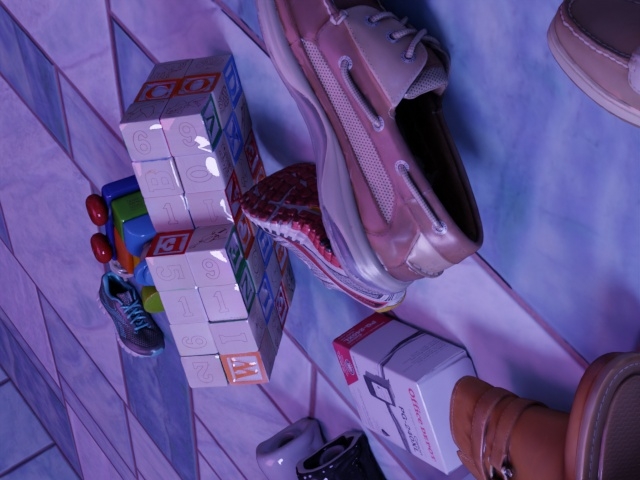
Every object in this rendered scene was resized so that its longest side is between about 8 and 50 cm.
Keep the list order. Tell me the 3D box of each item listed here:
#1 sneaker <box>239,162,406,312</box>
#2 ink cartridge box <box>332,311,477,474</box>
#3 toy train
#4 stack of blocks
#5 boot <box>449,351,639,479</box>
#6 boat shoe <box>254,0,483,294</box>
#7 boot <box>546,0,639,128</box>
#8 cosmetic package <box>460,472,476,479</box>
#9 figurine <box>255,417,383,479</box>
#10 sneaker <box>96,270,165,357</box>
[{"bbox_3d":[0.000,0.000,1.264,0.225,0.088,0.092,38,155,46],"label":"sneaker"},{"bbox_3d":[0.089,0.145,1.283,0.150,0.063,0.109,21,136,57],"label":"ink cartridge box"},{"bbox_3d":[-0.230,0.037,1.733,0.143,0.105,0.248,60,160,29],"label":"toy train"},{"bbox_3d":[-0.112,-0.017,1.353,0.171,0.087,0.297,-74,-26,-54],"label":"stack of blocks"},{"bbox_3d":[0.190,0.160,1.069,0.220,0.109,0.283,43,157,48],"label":"boot"},{"bbox_3d":[0.046,-0.124,1.013,0.116,0.123,0.324,-16,96,33],"label":"boat shoe"},{"bbox_3d":[0.213,-0.123,0.684,0.213,0.077,0.165,38,150,33],"label":"boot"},{"bbox_3d":[0.161,0.351,1.267,0.184,0.151,0.151,41,150,36],"label":"cosmetic package"},{"bbox_3d":[0.027,0.334,1.621,0.209,0.092,0.215,61,159,-13],"label":"figurine"},{"bbox_3d":[-0.300,0.113,2.063,0.166,0.065,0.076,45,149,28],"label":"sneaker"}]
